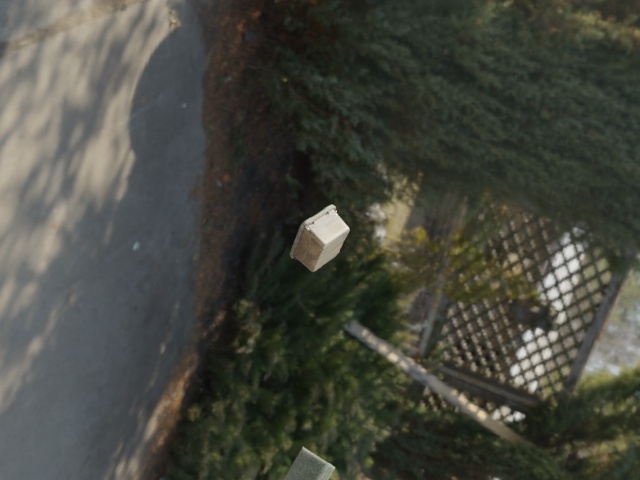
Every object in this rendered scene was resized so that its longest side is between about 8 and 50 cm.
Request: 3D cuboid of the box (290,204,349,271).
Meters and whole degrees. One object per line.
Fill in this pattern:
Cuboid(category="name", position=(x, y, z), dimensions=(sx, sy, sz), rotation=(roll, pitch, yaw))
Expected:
Cuboid(category="box", position=(0.000, 0.000, 1.477), dimensions=(0.089, 0.062, 0.122), rotation=(-34, 163, -31))

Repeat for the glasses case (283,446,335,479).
Cuboid(category="glasses case", position=(-0.054, 0.511, 1.508), dimensions=(0.205, 0.070, 0.047), rotation=(-58, 147, -13))
